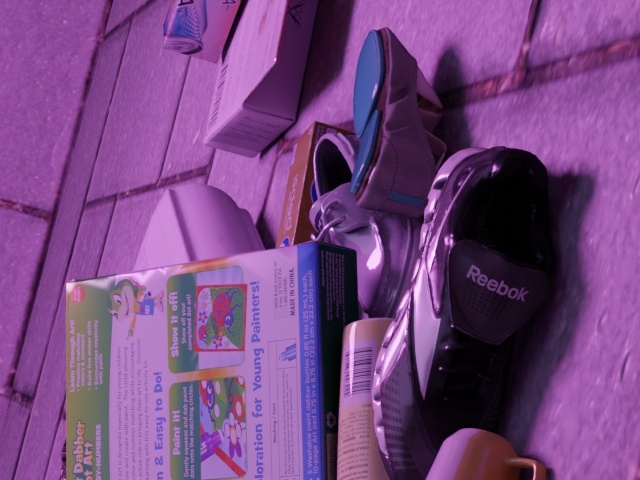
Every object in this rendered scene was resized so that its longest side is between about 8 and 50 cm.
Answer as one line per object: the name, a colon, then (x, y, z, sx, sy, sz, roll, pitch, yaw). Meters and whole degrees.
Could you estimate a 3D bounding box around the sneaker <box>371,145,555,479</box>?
sneaker: (0.090, 0.045, 1.192, 0.106, 0.078, 0.234, 146, 139, -72)

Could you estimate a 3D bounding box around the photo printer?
photo printer: (-0.125, 0.109, 1.878, 0.307, 0.107, 0.256, -117, 44, -69)

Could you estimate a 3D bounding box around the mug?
mug: (0.095, 0.146, 1.141, 0.062, 0.078, 0.064, 65, -141, -59)

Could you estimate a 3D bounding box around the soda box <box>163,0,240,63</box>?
soda box: (-0.106, -0.278, 2.027, 0.058, 0.063, 0.183, -97, 26, -59)

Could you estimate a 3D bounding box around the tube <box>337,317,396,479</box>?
tube: (0.038, 0.173, 1.314, 0.070, 0.062, 0.240, 45, -135, -58)

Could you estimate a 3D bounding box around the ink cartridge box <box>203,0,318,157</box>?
ink cartridge box: (-0.031, -0.259, 1.983, 0.261, 0.066, 0.296, 143, 139, -67)

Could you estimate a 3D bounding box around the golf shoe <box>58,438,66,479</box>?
golf shoe: (-0.267, 0.354, 2.228, 0.120, 0.105, 0.273, 99, -176, -59)

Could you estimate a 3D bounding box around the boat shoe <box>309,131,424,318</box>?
boat shoe: (0.028, -0.008, 1.468, 0.227, 0.081, 0.079, -98, 27, -57)

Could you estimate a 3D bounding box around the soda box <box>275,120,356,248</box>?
soda box: (0.000, 0.000, 1.608, 0.058, 0.061, 0.181, 137, 145, -64)

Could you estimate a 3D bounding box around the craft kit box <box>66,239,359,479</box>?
craft kit box: (-0.081, 0.139, 1.429, 0.247, 0.061, 0.250, -8, 78, 34)

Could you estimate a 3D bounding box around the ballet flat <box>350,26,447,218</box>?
ballet flat: (0.059, -0.084, 1.466, 0.213, 0.068, 0.072, -86, 16, -55)
